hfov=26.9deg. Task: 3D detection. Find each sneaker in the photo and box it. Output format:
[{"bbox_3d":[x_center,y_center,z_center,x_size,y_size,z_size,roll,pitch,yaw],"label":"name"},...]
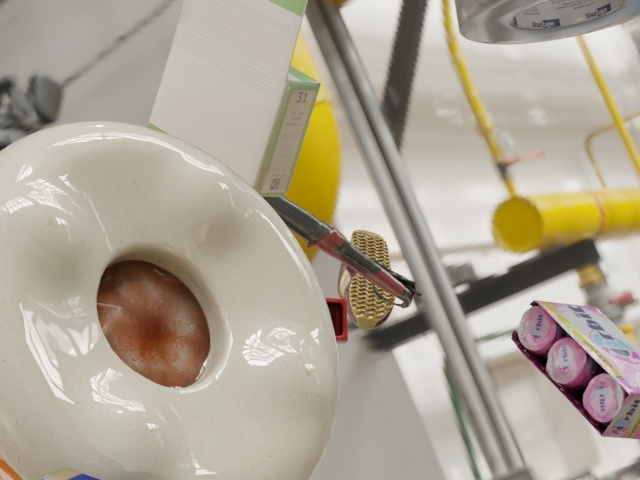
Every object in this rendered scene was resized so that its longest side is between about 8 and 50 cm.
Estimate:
[{"bbox_3d":[0.059,0.070,1.802,0.070,0.185,0.083,14,-52,-7],"label":"sneaker"}]

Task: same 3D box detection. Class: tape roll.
[{"bbox_3d":[0.240,-0.261,1.327,0.219,0.072,0.219,-9,-7,-1],"label":"tape roll"}]

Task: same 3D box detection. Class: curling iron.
[{"bbox_3d":[0.000,0.000,1.509,0.035,0.274,0.068,-61,18,-12],"label":"curling iron"}]

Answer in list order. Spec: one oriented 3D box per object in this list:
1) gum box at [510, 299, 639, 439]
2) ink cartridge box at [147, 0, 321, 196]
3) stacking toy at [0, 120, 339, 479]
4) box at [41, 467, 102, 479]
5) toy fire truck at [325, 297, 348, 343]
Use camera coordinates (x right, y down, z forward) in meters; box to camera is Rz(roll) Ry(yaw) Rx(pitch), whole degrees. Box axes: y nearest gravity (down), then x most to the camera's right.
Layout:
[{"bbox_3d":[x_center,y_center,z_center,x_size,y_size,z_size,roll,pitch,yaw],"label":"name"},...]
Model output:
[{"bbox_3d":[0.309,0.141,1.498,0.107,0.188,0.062,10,-63,-36],"label":"gum box"},{"bbox_3d":[-0.072,-0.181,1.282,0.056,0.171,0.235,-1,-64,-47],"label":"ink cartridge box"},{"bbox_3d":[-0.248,0.145,1.157,0.351,0.350,0.480,-10,-18,-46],"label":"stacking toy"},{"bbox_3d":[-0.083,0.240,0.836,0.225,0.136,0.036,14,7,20],"label":"box"},{"bbox_3d":[-0.072,0.094,1.449,0.192,0.047,0.135,-1,-10,-7],"label":"toy fire truck"}]
